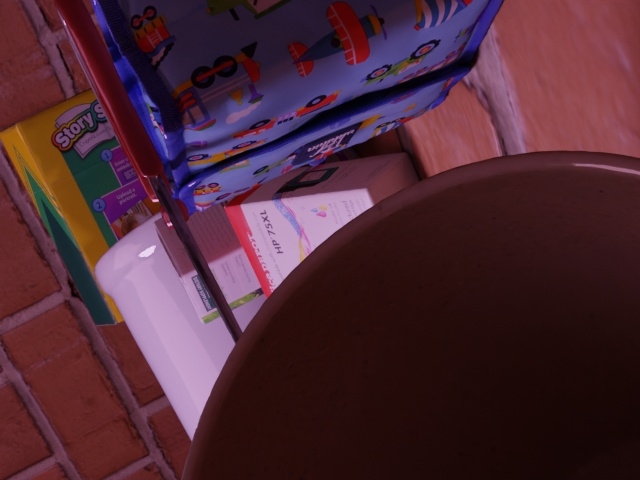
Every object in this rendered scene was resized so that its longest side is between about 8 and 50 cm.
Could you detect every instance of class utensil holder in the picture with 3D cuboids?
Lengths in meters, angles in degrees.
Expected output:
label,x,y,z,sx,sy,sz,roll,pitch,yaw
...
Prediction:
label,x,y,z,sx,sy,sz,roll,pitch,yaw
utensil holder,-0.056,0.130,1.565,0.385,0.327,0.327,60,172,9

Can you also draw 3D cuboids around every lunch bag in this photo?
label,x,y,z,sx,sy,sz,roll,pitch,yaw
lunch bag,-0.016,-0.116,0.816,0.138,0.221,0.293,62,172,15

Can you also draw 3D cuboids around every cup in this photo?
label,x,y,z,sx,sy,sz,roll,pitch,yaw
cup,0.130,0.153,0.571,0.237,0.331,0.331,30,-157,-52

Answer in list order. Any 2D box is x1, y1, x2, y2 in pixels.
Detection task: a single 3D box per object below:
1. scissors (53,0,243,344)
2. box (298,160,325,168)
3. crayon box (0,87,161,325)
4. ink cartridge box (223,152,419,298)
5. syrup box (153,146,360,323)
label,x,y,z,sx,sy,sz,roll,pitch,yaw
scissors,-0.092,-0.026,0.734,0.297,0.021,0.109,60,169,16
box,-0.042,-0.150,1.259,0.159,0.044,0.233,59,150,38
crayon box,-0.232,-0.097,1.793,0.106,0.363,0.313,-11,107,62
ink cartridge box,0.000,0.000,1.194,0.231,0.078,0.134,-6,116,41
syrup box,-0.055,-0.016,1.368,0.096,0.236,0.093,58,171,38
